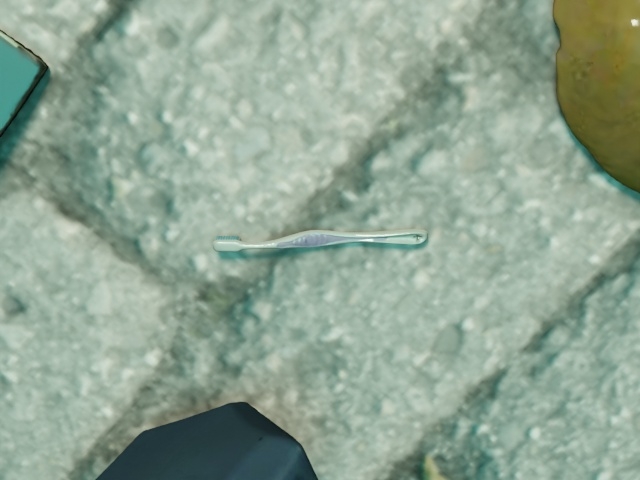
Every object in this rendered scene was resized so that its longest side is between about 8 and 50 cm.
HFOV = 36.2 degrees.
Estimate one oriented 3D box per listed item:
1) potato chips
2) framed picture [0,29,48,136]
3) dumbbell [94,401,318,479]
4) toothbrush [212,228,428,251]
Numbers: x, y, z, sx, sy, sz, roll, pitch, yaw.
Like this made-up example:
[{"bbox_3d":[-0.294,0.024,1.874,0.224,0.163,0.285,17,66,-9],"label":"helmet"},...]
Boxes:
[{"bbox_3d":[0.231,-0.101,0.529,0.208,0.062,0.195,34,110,-15],"label":"potato chips"},{"bbox_3d":[-0.344,-0.039,0.541,0.244,0.013,0.324,36,94,-14],"label":"framed picture"},{"bbox_3d":[-0.034,0.269,0.634,0.144,0.160,0.325,-28,112,-19],"label":"dumbbell"},{"bbox_3d":[0.000,0.000,0.595,0.131,0.013,0.011,-2,122,0],"label":"toothbrush"}]
